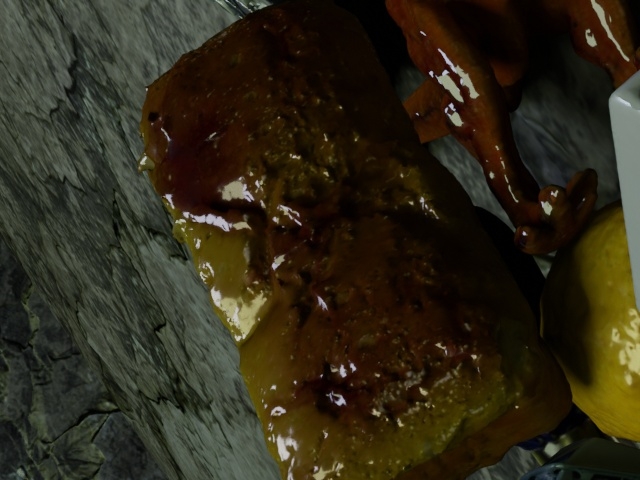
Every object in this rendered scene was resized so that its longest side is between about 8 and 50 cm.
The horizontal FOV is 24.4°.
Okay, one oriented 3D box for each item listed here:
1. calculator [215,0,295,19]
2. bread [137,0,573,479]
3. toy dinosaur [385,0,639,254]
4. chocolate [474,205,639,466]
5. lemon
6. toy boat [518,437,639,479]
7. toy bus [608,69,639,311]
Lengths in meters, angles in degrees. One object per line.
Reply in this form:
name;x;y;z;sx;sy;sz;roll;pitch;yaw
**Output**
calculator;-0.063;-0.163;0.870;0.268;0.040;0.177;43;-178;12
bread;0.001;0.001;0.683;0.077;0.139;0.271;52;-170;-51
toy dinosaur;0.078;-0.089;0.670;0.208;0.097;0.432;57;162;30
chocolate;0.129;0.101;0.787;0.343;0.148;0.126;51;-165;-1
lemon;0.155;0.031;0.637;0.114;0.114;0.155;55;157;6
toy boat;0.145;0.159;0.671;0.296;0.122;0.114;11;159;-1
toy bus;0.194;0.038;0.508;0.113;0.139;0.301;40;157;45
